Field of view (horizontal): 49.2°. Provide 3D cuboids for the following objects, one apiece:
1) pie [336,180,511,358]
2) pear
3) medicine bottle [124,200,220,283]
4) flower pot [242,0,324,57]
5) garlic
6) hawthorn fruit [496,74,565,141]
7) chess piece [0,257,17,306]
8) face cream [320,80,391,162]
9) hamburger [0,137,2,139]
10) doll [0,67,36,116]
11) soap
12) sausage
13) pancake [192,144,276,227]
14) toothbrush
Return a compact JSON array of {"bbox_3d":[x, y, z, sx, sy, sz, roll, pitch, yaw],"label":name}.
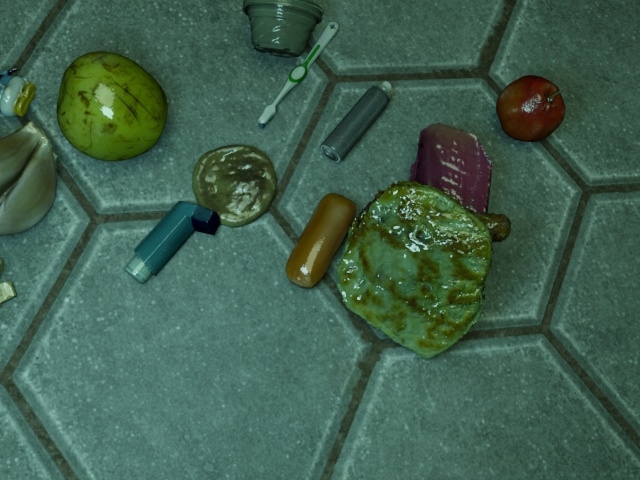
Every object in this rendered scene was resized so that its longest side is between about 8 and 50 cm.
[{"bbox_3d":[0.236,0.070,1.749,0.395,0.180,0.418,24,104,9],"label":"pie"},{"bbox_3d":[-0.530,-0.339,1.783,0.283,0.283,0.284,2,72,-7],"label":"pear"},{"bbox_3d":[-0.379,0.003,1.776,0.124,0.079,0.258,34,72,22],"label":"medicine bottle"},{"bbox_3d":[-0.112,-0.594,1.954,0.235,0.235,0.141,9,93,-4],"label":"flower pot"},{"bbox_3d":[-0.761,-0.112,1.651,0.246,0.340,0.231,-25,111,14],"label":"garlic"},{"bbox_3d":[0.605,-0.378,1.957,0.196,0.225,0.197,1,83,-13],"label":"hawthorn fruit"},{"bbox_3d":[-0.819,0.070,1.709,0.090,0.090,0.200,-23,87,-14],"label":"chess piece"},{"bbox_3d":[0.109,-0.340,1.958,0.073,0.073,0.283,37,72,5],"label":"face cream"},{"bbox_3d":[-0.905,-0.224,1.777,0.189,0.093,0.164,-37,80,-19],"label":"hamburger"},{"bbox_3d":[-0.911,-0.416,1.816,0.314,0.141,0.177,17,68,-5],"label":"doll"},{"bbox_3d":[0.355,-0.159,1.905,0.220,0.127,0.325,12,70,-5],"label":"soap"},{"bbox_3d":[0.001,0.000,1.820,0.105,0.105,0.274,27,71,2],"label":"sausage"},{"bbox_3d":[-0.232,-0.156,1.866,0.242,0.050,0.242,2,71,-7],"label":"pancake"},{"bbox_3d":[-0.059,-0.483,2.000,0.042,0.040,0.418,31,71,5],"label":"toothbrush"}]
